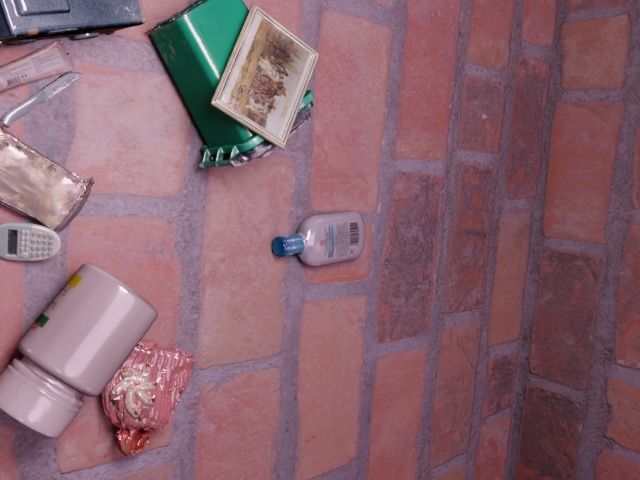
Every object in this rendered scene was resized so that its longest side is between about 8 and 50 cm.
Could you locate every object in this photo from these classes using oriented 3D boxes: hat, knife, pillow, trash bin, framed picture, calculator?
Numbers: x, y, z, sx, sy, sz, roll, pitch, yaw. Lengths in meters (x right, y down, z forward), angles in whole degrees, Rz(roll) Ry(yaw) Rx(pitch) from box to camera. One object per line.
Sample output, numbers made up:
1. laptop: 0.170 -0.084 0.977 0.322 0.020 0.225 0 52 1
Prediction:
1. hat: -0.444 0.399 1.505 0.236 0.107 0.286 21 79 -33
2. knife: -0.600 -0.312 1.296 0.210 0.015 0.028 -48 119 -26
3. pillow: -0.624 -0.130 1.275 0.255 0.059 0.169 40 81 -37
4. trash bin: -0.236 -0.389 1.470 0.295 0.259 0.381 -45 118 -27
5. framed picture: -0.118 -0.379 1.393 0.217 0.017 0.274 27 74 -34
6. calculator: -0.638 0.003 1.279 0.153 0.021 0.095 6 122 -21

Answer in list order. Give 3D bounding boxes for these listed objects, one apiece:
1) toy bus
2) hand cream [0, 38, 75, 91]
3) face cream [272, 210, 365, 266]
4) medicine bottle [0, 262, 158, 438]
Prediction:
1. toy bus: -0.530 -0.480 1.189 0.323 0.194 0.162 -30 117 -47
2. hand cream: -0.618 -0.360 1.259 0.209 0.043 0.067 -40 121 -39
3. face cream: 0.000 0.000 1.856 0.336 0.080 0.163 -10 105 -41
4. medicine bottle: -0.541 0.239 1.320 0.340 0.208 0.208 -56 129 -19
